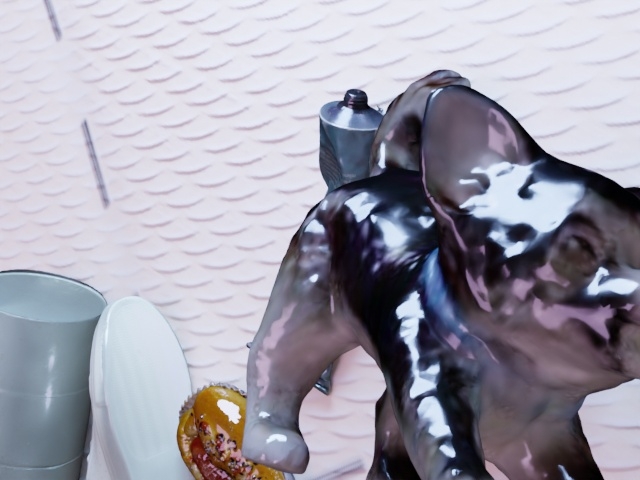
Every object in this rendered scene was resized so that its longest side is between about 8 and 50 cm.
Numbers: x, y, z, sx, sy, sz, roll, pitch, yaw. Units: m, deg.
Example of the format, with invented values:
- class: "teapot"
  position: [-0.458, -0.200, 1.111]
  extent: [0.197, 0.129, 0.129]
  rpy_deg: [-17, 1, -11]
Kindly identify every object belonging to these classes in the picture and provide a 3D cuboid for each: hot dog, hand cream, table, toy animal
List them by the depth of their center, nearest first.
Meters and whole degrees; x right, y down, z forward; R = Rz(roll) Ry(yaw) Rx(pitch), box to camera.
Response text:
- class: "toy animal"
  position: [0.097, 0.024, 0.895]
  extent: [0.344, 0.194, 0.302]
  rpy_deg: [-1, 71, 60]
- class: "hand cream"
  position: [-0.001, 0.000, 1.101]
  extent: [0.075, 0.052, 0.248]
  rpy_deg: [48, 131, 46]
- class: "hot dog"
  position: [-0.060, 0.204, 1.186]
  extent: [0.108, 0.059, 0.191]
  rpy_deg: [-50, 61, 41]
- class: "table"
  position: [-0.275, 0.152, 1.353]
  extent: [0.126, 0.126, 0.220]
  rpy_deg: [28, 113, 41]

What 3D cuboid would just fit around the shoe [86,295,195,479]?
- class: "shoe"
  position: [-0.170, 0.185, 1.271]
  extent: [0.110, 0.095, 0.265]
  rpy_deg: [-14, 86, 46]
